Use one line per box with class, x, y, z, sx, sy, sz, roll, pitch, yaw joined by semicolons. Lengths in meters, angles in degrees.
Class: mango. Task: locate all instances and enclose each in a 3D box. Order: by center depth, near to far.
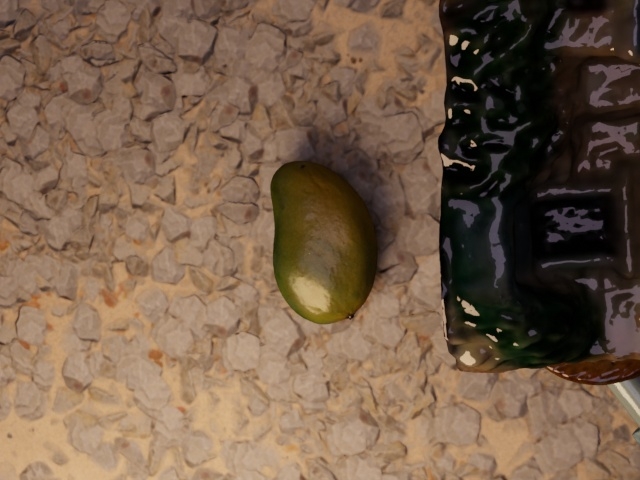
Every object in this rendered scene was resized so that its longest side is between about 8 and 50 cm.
mango;0.003;0.002;1.343;0.122;0.085;0.191;-3;95;20

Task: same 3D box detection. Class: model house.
model house;0.330;-0.101;1.070;0.400;0.395;0.445;1;89;14

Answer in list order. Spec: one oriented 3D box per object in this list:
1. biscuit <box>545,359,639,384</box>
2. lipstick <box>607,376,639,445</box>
biscuit;0.301;0.066;1.262;0.188;0.027;0.187;-5;70;13
lipstick;0.365;0.194;1.265;0.068;0.061;0.274;-43;77;27
